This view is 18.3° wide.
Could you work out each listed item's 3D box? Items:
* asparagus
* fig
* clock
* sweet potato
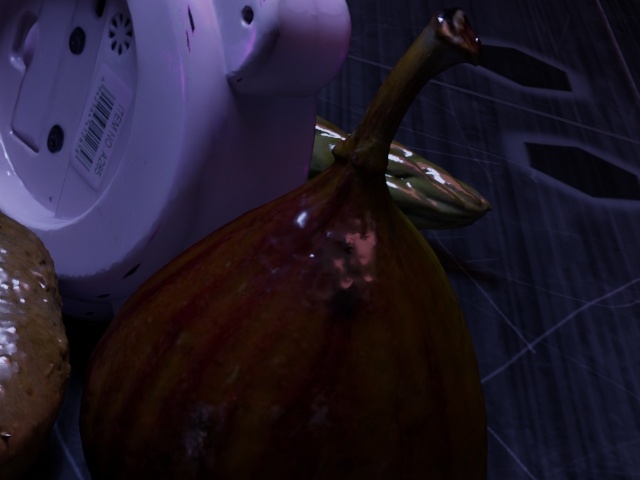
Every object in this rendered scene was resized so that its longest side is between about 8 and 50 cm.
[{"bbox_3d":[-0.003,-0.058,1.528,0.287,0.080,0.080,17,21,17],"label":"asparagus"},{"bbox_3d":[0.007,0.026,1.014,0.217,0.321,0.217,17,17,-5],"label":"fig"},{"bbox_3d":[-0.119,-0.093,1.215,0.113,0.295,0.322,2,23,-39],"label":"clock"},{"bbox_3d":[-0.204,0.033,1.135,0.114,0.092,0.341,-9,31,-19],"label":"sweet potato"}]
